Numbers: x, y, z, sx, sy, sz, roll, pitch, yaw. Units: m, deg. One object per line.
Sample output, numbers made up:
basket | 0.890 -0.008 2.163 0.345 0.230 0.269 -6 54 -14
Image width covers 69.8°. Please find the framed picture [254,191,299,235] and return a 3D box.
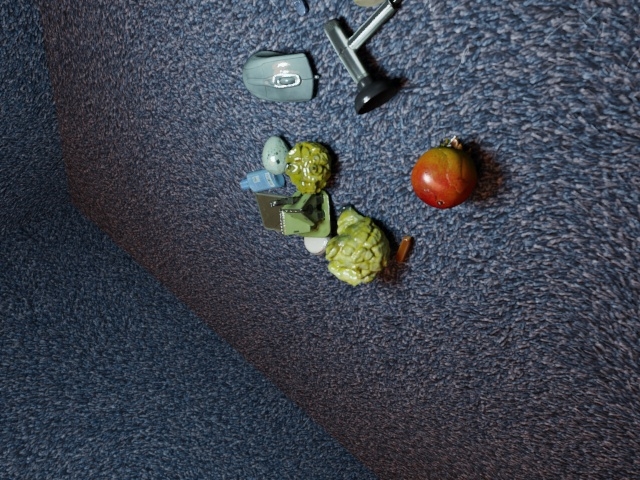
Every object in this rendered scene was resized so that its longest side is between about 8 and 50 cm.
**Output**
framed picture | -0.189 -0.128 2.221 0.289 0.016 0.213 11 127 36

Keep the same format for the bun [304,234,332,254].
bun | 0.000 0.000 2.097 0.138 0.094 0.138 -5 82 34

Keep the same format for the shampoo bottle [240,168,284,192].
shampoo bottle | -0.280 -0.281 2.151 0.259 0.061 0.103 -5 117 43

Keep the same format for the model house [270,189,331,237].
model house | -0.114 -0.097 1.942 0.205 0.279 0.218 2 102 39

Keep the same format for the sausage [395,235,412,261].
sausage | 0.339 0.032 1.857 0.041 0.039 0.131 38 137 24

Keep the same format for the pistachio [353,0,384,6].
pistachio | 0.178 -0.778 1.312 0.153 0.137 0.238 46 136 -13

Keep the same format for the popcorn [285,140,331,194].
popcorn | -0.054 -0.294 1.850 0.189 0.169 0.218 36 122 19

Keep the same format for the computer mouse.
computer mouse | -0.173 -0.622 1.763 0.371 0.122 0.188 12 128 31

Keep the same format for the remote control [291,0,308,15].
remote control | -0.090 -0.849 1.583 0.044 0.027 0.152 -18 105 53

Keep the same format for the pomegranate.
pomegranate | 0.404 -0.218 1.492 0.210 0.210 0.234 17 98 32

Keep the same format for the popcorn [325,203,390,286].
popcorn | 0.143 0.040 1.883 0.293 0.292 0.237 1 138 41

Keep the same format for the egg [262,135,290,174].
egg | -0.187 -0.362 1.956 0.131 0.131 0.164 13 124 35

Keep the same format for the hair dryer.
hair dryer | 0.158 -0.605 1.459 0.284 0.156 0.320 -18 99 58
